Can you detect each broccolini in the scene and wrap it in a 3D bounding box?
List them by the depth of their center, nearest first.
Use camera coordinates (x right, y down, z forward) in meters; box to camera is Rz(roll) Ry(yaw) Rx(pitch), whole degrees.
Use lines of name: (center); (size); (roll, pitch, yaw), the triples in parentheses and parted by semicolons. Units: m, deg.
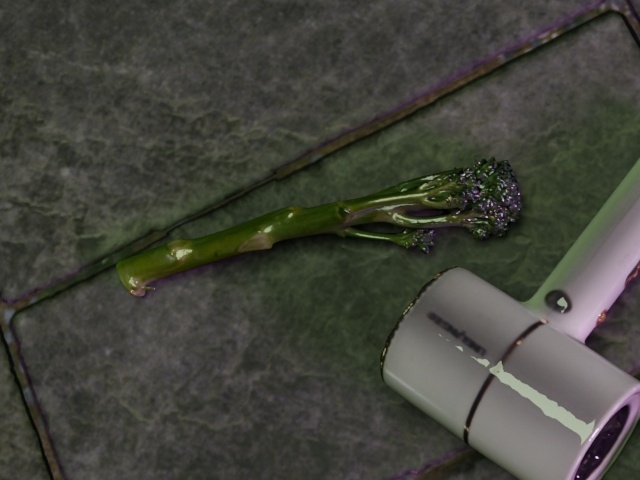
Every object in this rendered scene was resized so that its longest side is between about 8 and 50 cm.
broccolini: (-0.001, 0.002, 1.662); (0.392, 0.079, 0.074); (-16, 79, 19)

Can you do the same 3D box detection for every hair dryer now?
hair dryer: (0.235, 0.033, 1.548); (0.203, 0.128, 0.362); (34, 77, 24)
